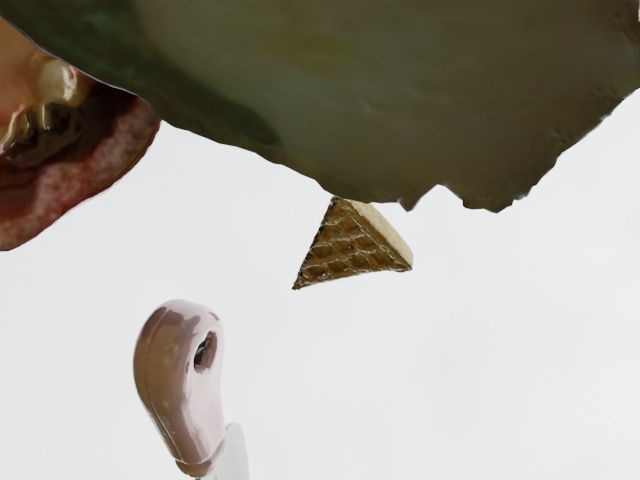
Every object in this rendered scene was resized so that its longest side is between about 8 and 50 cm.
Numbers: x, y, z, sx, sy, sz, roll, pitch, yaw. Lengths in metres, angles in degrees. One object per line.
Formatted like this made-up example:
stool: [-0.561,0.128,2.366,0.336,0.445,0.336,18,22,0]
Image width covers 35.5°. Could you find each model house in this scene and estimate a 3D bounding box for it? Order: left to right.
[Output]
model house: [0.038,-0.202,0.360,0.243,0.284,0.298,26,-27,-5]

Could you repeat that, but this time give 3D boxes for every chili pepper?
chili pepper: [-0.252,-0.141,0.676,0.305,0.229,0.251,20,-43,55]

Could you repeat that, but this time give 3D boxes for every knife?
knife: [-0.080,0.164,0.733,0.043,0.081,0.336,15,-42,18]

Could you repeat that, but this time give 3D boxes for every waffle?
waffle: [0.000,0.000,0.831,0.097,0.023,0.152,44,-34,-25]
